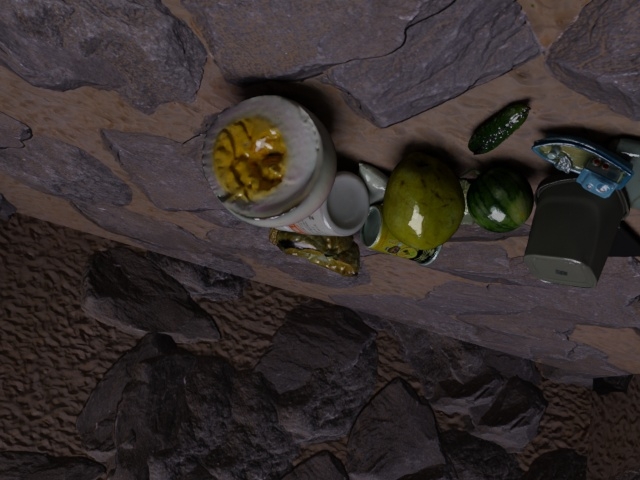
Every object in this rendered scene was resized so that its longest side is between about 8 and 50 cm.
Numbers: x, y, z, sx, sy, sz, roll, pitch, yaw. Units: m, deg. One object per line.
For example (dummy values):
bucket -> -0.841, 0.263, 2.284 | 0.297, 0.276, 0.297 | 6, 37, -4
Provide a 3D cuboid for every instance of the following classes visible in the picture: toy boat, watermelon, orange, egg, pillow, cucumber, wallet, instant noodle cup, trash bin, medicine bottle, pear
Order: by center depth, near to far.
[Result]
toy boat -> 0.636, -0.188, 1.364 | 0.238, 0.098, 0.109 | 31, 158, 16
cucumber -> 0.448, -0.279, 1.391 | 0.069, 0.069, 0.227 | 20, 156, -14
wallet -> 0.885, -0.149, 1.411 | 0.361, 0.083, 0.252 | 13, 155, 10
trash bin -> 0.675, -0.021, 1.482 | 0.219, 0.250, 0.220 | 6, 153, 44
egg -> -0.115, -0.207, 1.590 | 0.355, 0.354, 0.340 | 10, 179, 14
watermelon -> 0.508, -0.127, 1.593 | 0.214, 0.188, 0.188 | 54, 160, 6
pear -> 0.306, -0.115, 1.658 | 0.253, 0.252, 0.307 | 8, 132, 17
wallet -> 0.950, -0.007, 1.806 | 0.250, 0.044, 0.149 | 28, 160, -34
medicine bottle -> -0.025, -0.122, 1.869 | 0.211, 0.210, 0.372 | 28, 166, -34
pillow -> 0.158, -0.169, 1.872 | 0.144, 0.078, 0.254 | 26, 159, -3
instant noodle cup -> 0.272, -0.034, 1.888 | 0.236, 0.215, 0.215 | 9, 164, -23
orange -> 0.000, 0.000, 2.242 | 0.369, 0.210, 0.271 | 22, 161, -25

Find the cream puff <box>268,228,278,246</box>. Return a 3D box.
cream puff -> -0.174, -0.022, 2.473 | 0.120, 0.104, 0.133 | 17, 160, 12

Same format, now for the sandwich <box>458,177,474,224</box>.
sandwich -> 0.461, -0.107, 1.810 | 0.094, 0.096, 0.258 | 4, 161, 13
